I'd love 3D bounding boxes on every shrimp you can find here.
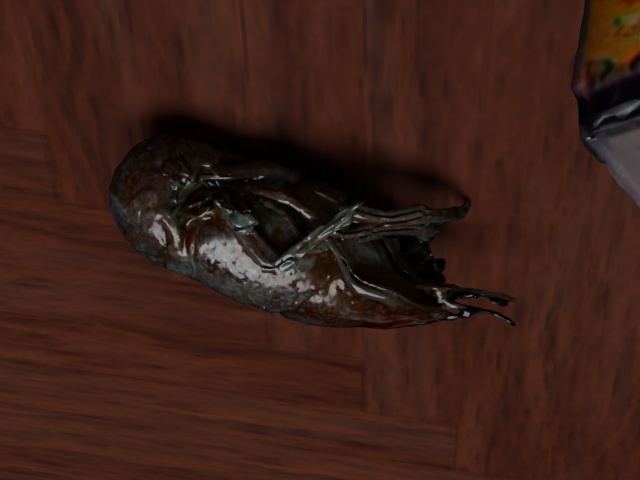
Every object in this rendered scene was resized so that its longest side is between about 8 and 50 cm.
[{"bbox_3d":[0.000,0.001,0.688,0.190,0.075,0.073,20,110,1],"label":"shrimp"}]

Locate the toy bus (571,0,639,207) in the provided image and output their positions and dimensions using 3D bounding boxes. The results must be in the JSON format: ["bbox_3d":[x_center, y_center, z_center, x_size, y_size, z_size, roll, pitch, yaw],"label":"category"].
[{"bbox_3d":[0.234,-0.092,0.447,0.317,0.138,0.112,-18,138,32],"label":"toy bus"}]
